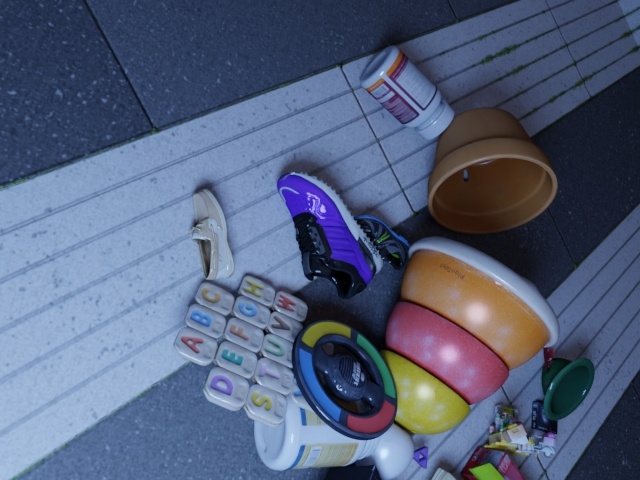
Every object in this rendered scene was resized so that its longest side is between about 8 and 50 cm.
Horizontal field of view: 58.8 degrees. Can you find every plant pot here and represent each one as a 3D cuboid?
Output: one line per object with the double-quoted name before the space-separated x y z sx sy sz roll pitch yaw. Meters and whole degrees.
"plant pot" 0.394 -0.179 1.361 0.290 0.291 0.204 20 52 -28

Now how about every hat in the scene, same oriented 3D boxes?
"hat" 0.598 0.340 1.506 0.208 0.183 0.173 -40 125 -11

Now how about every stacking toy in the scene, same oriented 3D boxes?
"stacking toy" 0.216 0.264 1.155 0.350 0.350 0.480 42 78 -18

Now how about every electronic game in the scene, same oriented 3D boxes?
"electronic game" 0.046 0.240 1.002 0.229 0.048 0.229 29 35 -23

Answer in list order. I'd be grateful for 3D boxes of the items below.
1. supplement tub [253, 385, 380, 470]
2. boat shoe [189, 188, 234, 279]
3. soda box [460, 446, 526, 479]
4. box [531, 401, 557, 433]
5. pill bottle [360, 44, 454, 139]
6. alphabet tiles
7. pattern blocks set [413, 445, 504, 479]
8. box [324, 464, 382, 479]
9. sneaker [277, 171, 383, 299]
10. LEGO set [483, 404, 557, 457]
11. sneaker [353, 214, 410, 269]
"supplement tub" -0.005 0.336 1.029 0.199 0.144 0.145 10 73 -31
"boat shoe" -0.206 -0.010 1.032 0.059 0.063 0.170 -15 88 -41
"soda box" 0.436 0.598 1.288 0.083 0.092 0.263 -41 102 -31
"box" 0.579 0.458 1.464 0.083 0.018 0.067 23 66 -28
"pill bottle" 0.210 -0.348 1.359 0.221 0.121 0.121 38 60 -21
"alphabet tiles" -0.103 0.180 0.986 0.277 0.021 0.284 27 36 -11
"pattern blocks set" 0.273 0.577 1.154 0.285 0.026 0.325 -34 82 -22
"box" 0.073 0.558 0.984 0.261 0.103 0.184 68 25 -15
"sneaker" 0.001 0.000 1.143 0.293 0.102 0.146 49 58 -14
"LEGO set" 0.445 0.430 1.314 0.287 0.132 0.107 36 53 -47
"sneaker" 0.124 0.005 1.246 0.188 0.067 0.078 32 57 -27
